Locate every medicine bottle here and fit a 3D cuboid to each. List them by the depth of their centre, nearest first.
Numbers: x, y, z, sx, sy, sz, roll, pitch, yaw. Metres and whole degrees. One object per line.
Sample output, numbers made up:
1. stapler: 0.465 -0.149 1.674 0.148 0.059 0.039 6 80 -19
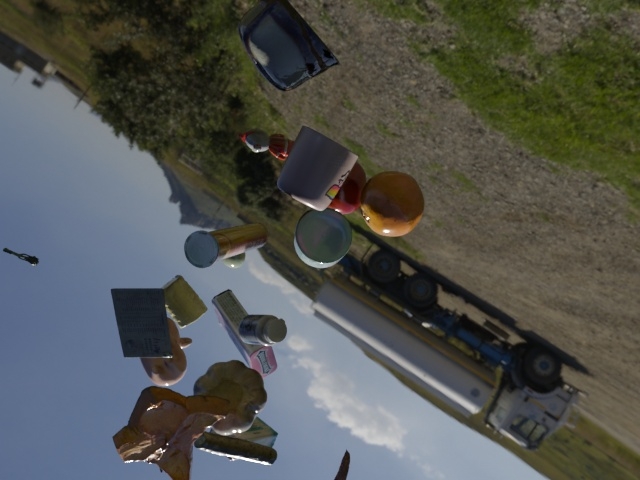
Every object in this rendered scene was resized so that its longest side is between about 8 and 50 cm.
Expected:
1. medicine bottle: -0.282 0.000 1.646 0.108 0.108 0.426 35 -166 8
2. medicine bottle: -0.200 0.312 1.791 0.107 0.107 0.191 35 155 -28
3. medicine bottle: 0.000 0.000 2.254 0.245 0.245 0.290 35 169 0

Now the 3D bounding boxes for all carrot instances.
1. carrot: 0.072 0.862 1.837 0.057 0.224 0.057 18 175 2

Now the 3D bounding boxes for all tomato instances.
1. tomato: 0.110 -0.264 2.569 0.226 0.299 0.298 17 -173 -22

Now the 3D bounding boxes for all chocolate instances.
1. chocolate: -0.106 -0.540 1.427 0.283 0.186 0.284 45 -165 -16

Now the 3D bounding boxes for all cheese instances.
1. cheese: -0.502 0.220 1.851 0.167 0.123 0.094 56 170 -15

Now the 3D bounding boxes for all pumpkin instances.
1. pumpkin: -0.401 0.515 1.346 0.258 0.290 0.095 24 -170 -33

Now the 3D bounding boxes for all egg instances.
1. egg: -0.395 0.062 2.304 0.114 0.114 0.152 35 157 40

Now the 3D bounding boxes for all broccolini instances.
1. broccolini: -1.054 0.057 1.806 0.139 0.030 0.035 17 147 12

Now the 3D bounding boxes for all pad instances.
1. pad: -0.555 0.263 1.598 0.159 0.265 0.009 0 -154 -2

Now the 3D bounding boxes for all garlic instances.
1. garlic: -0.276 0.474 1.561 0.227 0.228 0.152 35 152 13

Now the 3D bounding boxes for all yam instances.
1. yam: -0.304 0.751 1.853 0.317 0.071 0.067 25 166 -25

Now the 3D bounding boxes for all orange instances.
1. orange: 0.330 -0.172 2.379 0.312 0.312 0.312 35 180 0

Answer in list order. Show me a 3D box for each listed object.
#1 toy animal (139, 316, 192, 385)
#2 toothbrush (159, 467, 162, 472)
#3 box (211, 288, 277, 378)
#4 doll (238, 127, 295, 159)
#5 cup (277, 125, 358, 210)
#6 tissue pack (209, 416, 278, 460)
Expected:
1. toy animal: -0.680 0.471 2.193 0.326 0.237 0.269 56 168 23
2. toothbrush: -0.557 0.688 1.715 0.019 0.194 0.013 -19 -172 -41
3. box: -0.320 0.380 2.113 0.369 0.112 0.190 42 151 41
4. doll: -0.197 -0.372 1.962 0.244 0.076 0.142 9 -134 -20
5. cup: -0.009 -0.211 1.571 0.191 0.201 0.253 30 -172 13
6. tissue pack: -0.355 0.905 2.369 0.201 0.124 0.271 18 179 37
